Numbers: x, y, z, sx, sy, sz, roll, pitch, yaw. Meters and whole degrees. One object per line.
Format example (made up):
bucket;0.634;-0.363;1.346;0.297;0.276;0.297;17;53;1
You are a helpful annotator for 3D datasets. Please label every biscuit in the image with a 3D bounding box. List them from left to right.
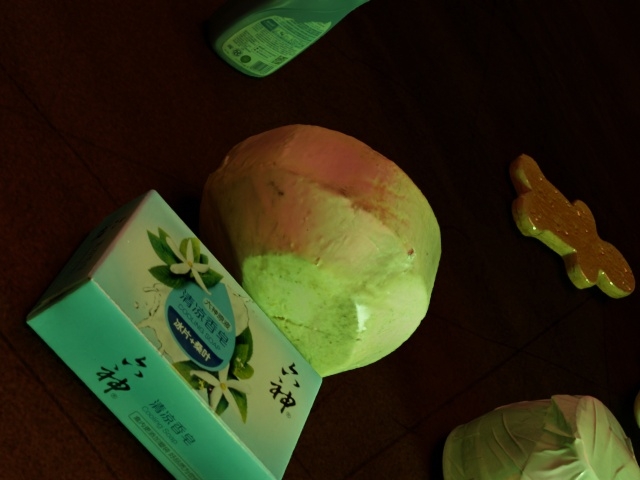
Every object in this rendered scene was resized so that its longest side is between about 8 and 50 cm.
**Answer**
biscuit;0.344;-0.002;1.948;0.250;0.036;0.165;38;37;-25

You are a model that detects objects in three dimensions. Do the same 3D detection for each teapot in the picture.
teapot;0.240;0.262;1.422;0.163;0.178;0.221;5;60;-53

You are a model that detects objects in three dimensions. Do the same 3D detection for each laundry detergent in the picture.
laundry detergent;-0.017;-0.248;1.471;0.097;0.206;0.061;37;37;-35

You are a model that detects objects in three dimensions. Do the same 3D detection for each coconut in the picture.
coconut;0.000;0.000;1.291;0.237;0.197;0.236;30;43;-32

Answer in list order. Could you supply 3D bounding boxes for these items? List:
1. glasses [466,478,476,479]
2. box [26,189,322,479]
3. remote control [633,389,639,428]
glasses;0.166;0.359;1.162;0.234;0.118;0.268;-81;172;-55
box;-0.113;0.091;1.157;0.232;0.083;0.142;49;31;-15
remote control;0.456;0.214;1.915;0.229;0.044;0.073;-22;97;-67
